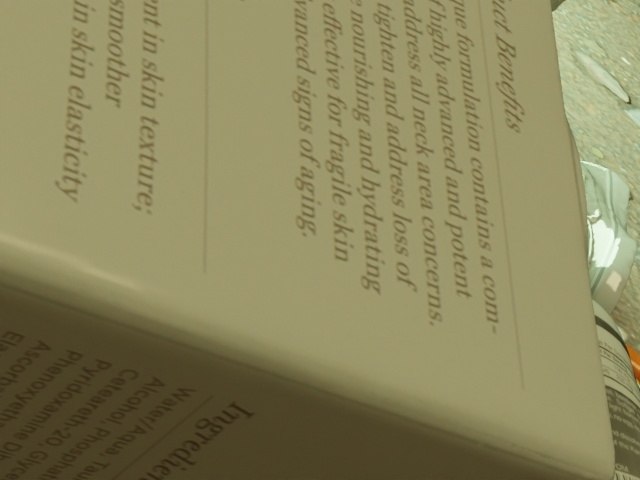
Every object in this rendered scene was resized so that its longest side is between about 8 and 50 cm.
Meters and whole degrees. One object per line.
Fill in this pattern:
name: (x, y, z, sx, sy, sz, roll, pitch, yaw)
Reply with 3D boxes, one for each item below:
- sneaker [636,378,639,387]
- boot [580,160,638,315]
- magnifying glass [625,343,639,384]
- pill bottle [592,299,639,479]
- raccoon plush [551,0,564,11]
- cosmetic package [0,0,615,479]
sneaker: (0.123, 0.101, 1.397, 0.262, 0.099, 0.121, 40, 34, 19)
boot: (0.194, -0.010, 1.653, 0.123, 0.095, 0.258, 27, 22, -5)
magnifying glass: (0.330, 0.170, 1.602, 0.231, 0.026, 0.092, 43, 28, 4)
pill bottle: (0.117, 0.135, 1.199, 0.176, 0.176, 0.319, 22, 38, -28)
raccoon plush: (-0.033, -0.196, 1.307, 0.446, 0.216, 0.299, 18, 35, -21)
cosmetic package: (-0.123, -0.009, 0.928, 0.393, 0.327, 0.329, 22, 48, -29)
